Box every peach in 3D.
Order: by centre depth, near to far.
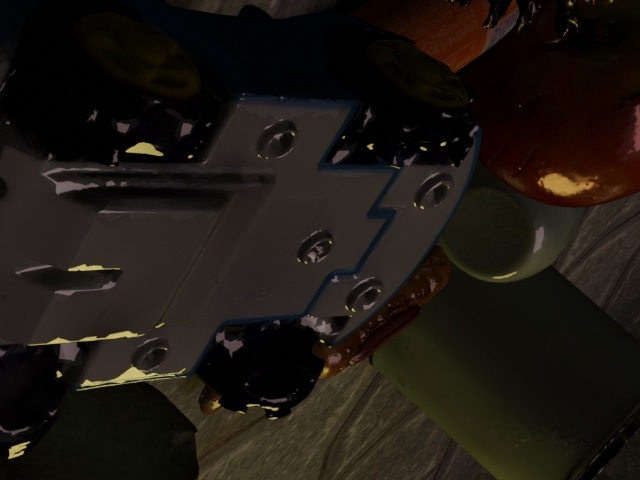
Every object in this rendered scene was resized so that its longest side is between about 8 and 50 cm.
[{"bbox_3d":[0.191,-0.110,1.191,0.197,0.197,0.197,-44,163,-17],"label":"peach"}]

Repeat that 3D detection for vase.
[{"bbox_3d":[0.195,-0.053,1.448,0.128,0.128,0.248,-59,170,32],"label":"vase"}]

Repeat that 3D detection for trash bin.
[{"bbox_3d":[0.219,0.141,1.686,0.217,0.262,0.277,-25,151,-54],"label":"trash bin"}]

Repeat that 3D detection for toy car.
[{"bbox_3d":[-0.072,-0.031,0.697,0.314,0.166,0.198,-3,135,-45],"label":"toy car"}]

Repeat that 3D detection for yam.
[{"bbox_3d":[-0.193,0.201,0.946,0.268,0.161,0.161,-56,162,27],"label":"yam"}]

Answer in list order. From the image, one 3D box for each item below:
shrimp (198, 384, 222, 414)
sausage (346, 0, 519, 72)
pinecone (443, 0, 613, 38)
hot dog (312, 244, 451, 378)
[{"bbox_3d":[-0.041,0.078,1.256,0.162,0.045,0.095,-51,164,2],"label":"shrimp"},{"bbox_3d":[0.058,-0.129,0.991,0.234,0.071,0.071,-35,159,-36],"label":"sausage"},{"bbox_3d":[0.118,-0.185,0.923,0.121,0.140,0.140,-3,159,1],"label":"pinecone"},{"bbox_3d":[0.060,0.075,1.508,0.216,0.047,0.066,-34,161,-41],"label":"hot dog"}]
